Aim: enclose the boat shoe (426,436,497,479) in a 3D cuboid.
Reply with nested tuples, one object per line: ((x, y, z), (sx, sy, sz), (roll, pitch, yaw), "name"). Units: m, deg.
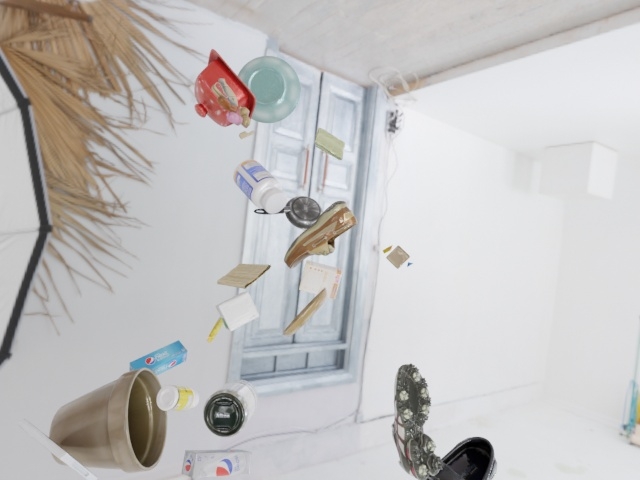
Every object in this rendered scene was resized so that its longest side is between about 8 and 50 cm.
((0.422, 0.836, 1.357), (0.500, 0.156, 0.187), (-23, -144, -31), "boat shoe")

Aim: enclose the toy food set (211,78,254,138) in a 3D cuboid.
((-0.169, -0.260, 0.790), (0.019, 0.122, 0.078), (-26, -166, 28), "toy food set")

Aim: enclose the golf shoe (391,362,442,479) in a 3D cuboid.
((0.220, 0.460, 1.045), (0.105, 0.272, 0.120), (5, 160, -26), "golf shoe")

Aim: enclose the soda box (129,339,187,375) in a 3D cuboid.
((-0.644, 0.484, 1.621), (0.071, 0.067, 0.210), (39, -143, 27), "soda box")

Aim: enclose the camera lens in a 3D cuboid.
((-0.439, 0.826, 2.019), (0.219, 0.219, 0.274), (7, 176, 6), "camera lens")

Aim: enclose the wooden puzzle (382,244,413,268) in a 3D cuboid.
((0.308, 0.065, 1.615), (0.116, 0.078, 0.014), (52, -171, 11), "wooden puzzle")

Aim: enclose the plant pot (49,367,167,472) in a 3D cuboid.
((-0.709, 0.615, 1.353), (0.280, 0.323, 0.323), (-10, -179, -3), "plant pot")

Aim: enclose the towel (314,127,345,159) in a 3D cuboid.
((0.041, -0.412, 1.728), (0.148, 0.110, 0.027), (27, 143, -25), "towel")

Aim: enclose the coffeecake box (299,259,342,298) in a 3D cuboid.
((0.002, 0.192, 2.002), (0.185, 0.142, 0.068), (15, -163, 1), "coffeecake box")

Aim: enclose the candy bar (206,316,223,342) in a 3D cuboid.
((-0.365, 0.297, 1.477), (0.018, 0.161, 0.040), (18, 149, 15), "candy bar")

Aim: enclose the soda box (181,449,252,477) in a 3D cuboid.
((-0.437, 0.951, 1.738), (0.098, 0.091, 0.286), (-16, 150, 41), "soda box")

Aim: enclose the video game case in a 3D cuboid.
((-0.733, 0.591, 1.137), (0.201, 0.183, 0.023), (17, -134, 24), "video game case")

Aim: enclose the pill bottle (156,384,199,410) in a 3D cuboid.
((-0.386, 0.433, 1.112), (0.065, 0.065, 0.116), (7, 159, 23), "pill bottle")

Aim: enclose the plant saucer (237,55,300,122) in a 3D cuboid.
((-0.155, -0.442, 1.176), (0.195, 0.195, 0.037), (7, -176, -1), "plant saucer")

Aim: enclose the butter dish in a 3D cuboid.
((-0.250, -0.339, 0.979), (0.160, 0.118, 0.160), (49, 158, -4), "butter dish")

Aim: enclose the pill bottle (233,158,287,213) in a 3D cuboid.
((-0.270, -0.240, 1.846), (0.152, 0.152, 0.272), (7, -148, -50), "pill bottle")

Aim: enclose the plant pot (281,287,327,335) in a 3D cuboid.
((-0.051, 0.270, 1.504), (0.032, 0.236, 0.236), (43, -178, 2), "plant pot")

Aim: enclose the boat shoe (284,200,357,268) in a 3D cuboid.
((0.000, 0.000, 1.473), (0.120, 0.324, 0.122), (49, -158, 9), "boat shoe")

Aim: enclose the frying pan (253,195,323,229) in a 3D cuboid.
((-0.133, -0.162, 1.943), (0.326, 0.197, 0.053), (21, 144, -7), "frying pan")

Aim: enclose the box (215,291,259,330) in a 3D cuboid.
((-0.258, 0.218, 1.258), (0.102, 0.087, 0.101), (-25, -179, -21), "box")

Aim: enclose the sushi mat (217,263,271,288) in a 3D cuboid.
((-0.343, 0.151, 1.790), (0.151, 0.019, 0.316), (-40, -160, -29), "sushi mat")
